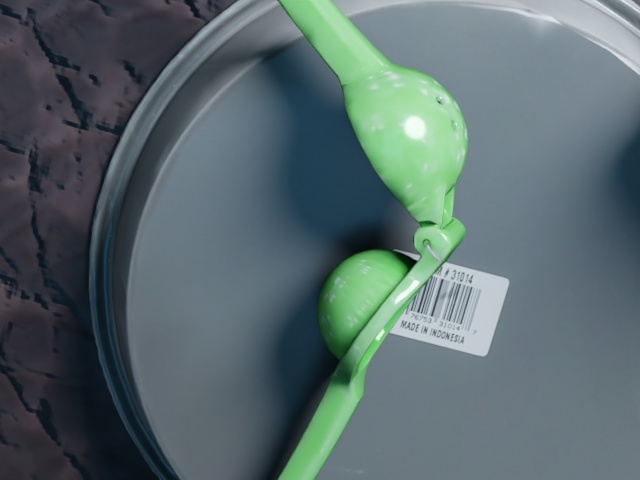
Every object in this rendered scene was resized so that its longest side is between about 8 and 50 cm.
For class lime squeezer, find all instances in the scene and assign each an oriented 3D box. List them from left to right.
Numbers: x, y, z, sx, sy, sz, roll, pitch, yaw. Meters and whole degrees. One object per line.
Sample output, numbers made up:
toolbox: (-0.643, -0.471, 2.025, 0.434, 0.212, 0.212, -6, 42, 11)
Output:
lime squeezer: (0.000, 0.000, 0.578, 0.110, 0.059, 0.310, -1, 103, -1)

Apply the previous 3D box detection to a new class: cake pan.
cake pan: (0.047, 0.025, 0.640, 0.293, 0.054, 0.293, 0, 102, -1)
